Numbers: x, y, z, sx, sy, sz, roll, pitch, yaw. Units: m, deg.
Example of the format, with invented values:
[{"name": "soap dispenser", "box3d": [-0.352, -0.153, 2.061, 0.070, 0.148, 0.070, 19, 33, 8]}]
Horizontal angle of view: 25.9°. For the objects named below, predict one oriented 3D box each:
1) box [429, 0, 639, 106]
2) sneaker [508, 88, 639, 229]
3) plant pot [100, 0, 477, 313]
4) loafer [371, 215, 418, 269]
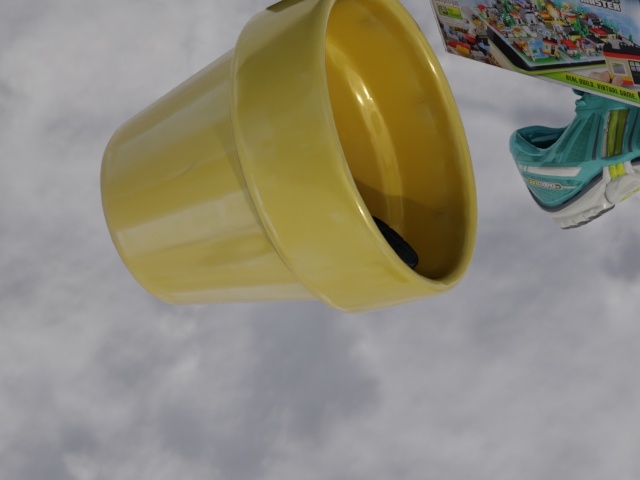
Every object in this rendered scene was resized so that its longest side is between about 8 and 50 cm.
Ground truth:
[{"name": "box", "box3d": [0.164, -0.168, 1.009, 0.207, 0.114, 0.036, 23, 59, 42]}, {"name": "sneaker", "box3d": [0.258, -0.104, 1.135, 0.110, 0.275, 0.107, 53, 45, -1]}, {"name": "plant pot", "box3d": [-0.034, -0.054, 1.112, 0.254, 0.239, 0.254, 36, 46, -48]}, {"name": "loafer", "box3d": [0.000, 0.000, 1.125, 0.170, 0.061, 0.062, 26, 18, 25]}]
